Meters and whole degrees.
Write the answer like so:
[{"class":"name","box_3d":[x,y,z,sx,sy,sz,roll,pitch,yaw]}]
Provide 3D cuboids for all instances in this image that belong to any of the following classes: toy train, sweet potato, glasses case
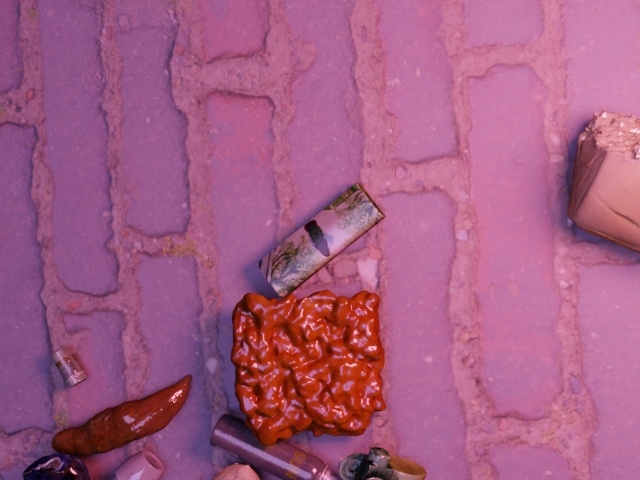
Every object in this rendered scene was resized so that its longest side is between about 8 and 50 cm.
[{"class":"toy train","box_3d":[0.103,0.568,1.835,0.190,0.126,0.307,18,97,-14]},{"class":"sweet potato","box_3d":[-0.432,0.400,1.967,0.355,0.106,0.095,-26,129,10]},{"class":"glasses case","box_3d":[0.000,0.000,1.878,0.272,0.062,0.095,-40,85,11]}]

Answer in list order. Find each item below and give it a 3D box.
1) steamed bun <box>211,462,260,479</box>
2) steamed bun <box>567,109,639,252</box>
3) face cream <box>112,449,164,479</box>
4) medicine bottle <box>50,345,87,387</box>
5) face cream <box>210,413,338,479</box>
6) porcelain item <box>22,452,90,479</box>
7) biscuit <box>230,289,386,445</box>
[{"class":"steamed bun","box_3d":[-0.174,0.531,1.923,0.130,0.091,0.112,-33,95,25]},{"class":"steamed bun","box_3d":[0.598,-0.105,1.646,0.290,0.272,0.273,15,96,14]},{"class":"face cream","box_3d":[-0.394,0.510,1.970,0.091,0.091,0.095,44,93,7]},{"class":"medicine bottle","box_3d":[-0.557,0.280,2.016,0.047,0.047,0.083,-34,86,11]},{"class":"face cream","box_3d":[-0.094,0.455,1.913,0.284,0.073,0.073,23,97,10]},{"class":"porcelain item","box_3d":[-0.508,0.578,1.945,0.186,0.138,0.288,-28,99,27]},{"class":"biscuit","box_3d":[-0.024,0.257,1.859,0.312,0.110,0.318,-3,93,3]}]
